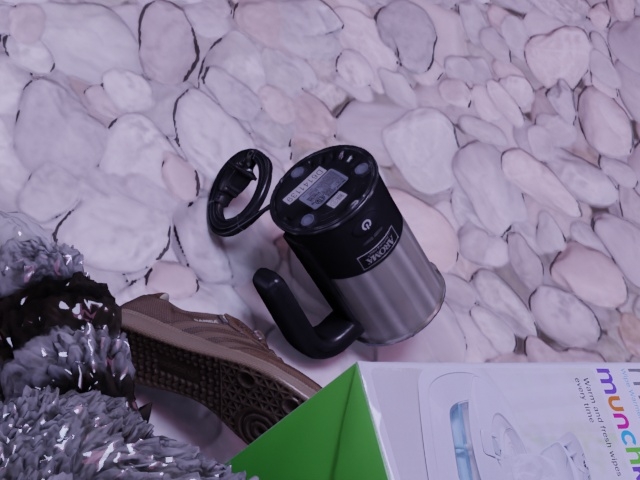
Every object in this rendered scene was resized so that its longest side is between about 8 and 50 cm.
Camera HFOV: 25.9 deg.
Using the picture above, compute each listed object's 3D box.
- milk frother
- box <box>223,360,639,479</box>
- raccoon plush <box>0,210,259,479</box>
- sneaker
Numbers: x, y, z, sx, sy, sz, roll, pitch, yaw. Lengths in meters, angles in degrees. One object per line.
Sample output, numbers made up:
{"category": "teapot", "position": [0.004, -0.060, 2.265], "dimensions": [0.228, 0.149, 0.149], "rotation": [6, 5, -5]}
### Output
{"category": "milk frother", "position": [0.000, 0.000, 1.036], "dimensions": [0.135, 0.129, 0.143], "rotation": [58, 0, -40]}
{"category": "box", "position": [0.060, 0.181, 0.837], "dimensions": [0.231, 0.262, 0.127], "rotation": [2, 60, -34]}
{"category": "raccoon plush", "position": [-0.218, 0.159, 0.695], "dimensions": [0.299, 0.216, 0.446], "rotation": [9, 28, -44]}
{"category": "sneaker", "position": [-0.054, 0.079, 0.915], "dimensions": [0.188, 0.066, 0.071], "rotation": [24, 36, 18]}
